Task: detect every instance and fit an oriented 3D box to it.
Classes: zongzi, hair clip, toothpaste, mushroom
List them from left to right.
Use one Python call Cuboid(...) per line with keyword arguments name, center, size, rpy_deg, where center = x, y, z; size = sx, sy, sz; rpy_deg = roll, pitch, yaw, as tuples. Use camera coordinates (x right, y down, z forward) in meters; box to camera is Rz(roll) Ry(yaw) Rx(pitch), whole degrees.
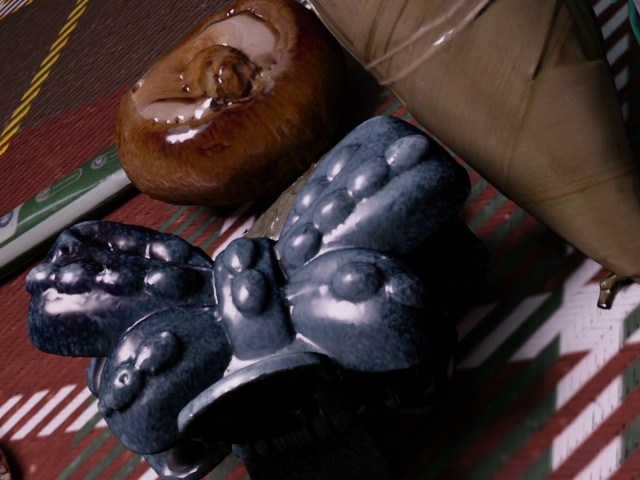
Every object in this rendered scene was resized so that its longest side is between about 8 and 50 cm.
Cuboid(name="toothpaste", center=(-0.317, -0.034, 1.158), size=(0.392, 0.061, 0.099), rpy_deg=(-31, 37, 11))
Cuboid(name="mushroom", center=(-0.091, -0.134, 0.961), size=(0.253, 0.153, 0.253), rpy_deg=(-20, 36, 16))
Cuboid(name="hair clip", center=(-0.032, 0.057, 0.648), size=(0.310, 0.194, 0.206), rpy_deg=(-19, 51, 7))
Cuboid(name="zongzi", center=(0.163, -0.166, 0.824), size=(0.181, 0.418, 0.447), rpy_deg=(-37, -5, 23))

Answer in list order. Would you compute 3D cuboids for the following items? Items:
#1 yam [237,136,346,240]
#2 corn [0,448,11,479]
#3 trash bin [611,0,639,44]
Cuboid(name="yam", center=(0.000, 0.000, 0.787), size=(0.183, 0.107, 0.107), rpy_deg=(-43, 35, 2))
Cuboid(name="corn", center=(-0.399, 0.196, 0.971), size=(0.280, 0.092, 0.092), rpy_deg=(18, 66, 48))
Cuboid(name="trash bin", center=(0.306, -0.310, 0.691), size=(0.259, 0.295, 0.381), rpy_deg=(-24, 29, 25))
